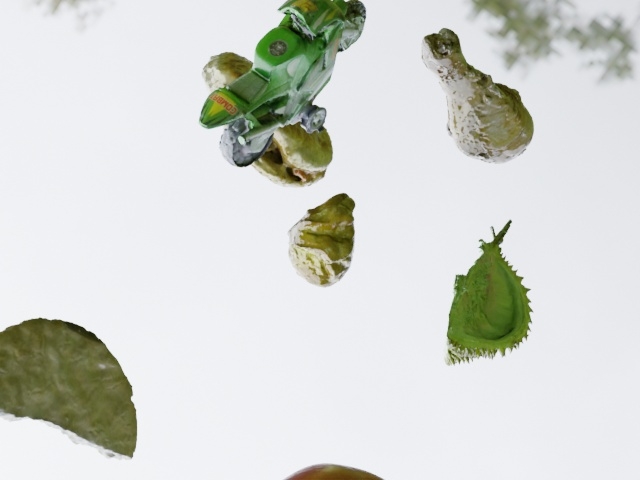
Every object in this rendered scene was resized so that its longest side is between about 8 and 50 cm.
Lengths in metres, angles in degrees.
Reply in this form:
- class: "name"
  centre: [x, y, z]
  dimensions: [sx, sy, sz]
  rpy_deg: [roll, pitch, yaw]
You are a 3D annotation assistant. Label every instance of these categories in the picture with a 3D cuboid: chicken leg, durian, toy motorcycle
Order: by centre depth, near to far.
- class: "toy motorcycle"
  centre: [-0.028, -0.150, 1.649]
  dimensions: [0.074, 0.190, 0.106]
  rpy_deg: [36, 170, 27]
- class: "chicken leg"
  centre: [0.159, -0.149, 1.979]
  dimensions: [0.198, 0.085, 0.069]
  rpy_deg: [49, -156, -41]
- class: "durian"
  centre: [0.178, 0.069, 2.016]
  dimensions: [0.086, 0.100, 0.215]
  rpy_deg: [-1, -145, 24]

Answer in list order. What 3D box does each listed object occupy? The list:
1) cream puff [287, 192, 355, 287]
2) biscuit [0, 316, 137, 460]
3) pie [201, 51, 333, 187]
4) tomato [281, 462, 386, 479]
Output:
- class: "cream puff"
  centre: [0.000, 0.000, 1.601]
  dimensions: [0.058, 0.083, 0.083]
  rpy_deg: [2, -177, -5]
- class: "biscuit"
  centre: [-0.301, 0.160, 2.163]
  dimensions: [0.250, 0.133, 0.032]
  rpy_deg: [26, 162, -36]
- class: "pie"
  centre: [-0.064, -0.158, 2.371]
  dimensions: [0.205, 0.084, 0.179]
  rpy_deg: [44, -159, -23]
- class: "tomato"
  centre: [-0.009, 0.440, 2.501]
  dimensions: [0.298, 0.298, 0.226]
  rpy_deg: [24, 167, -33]
